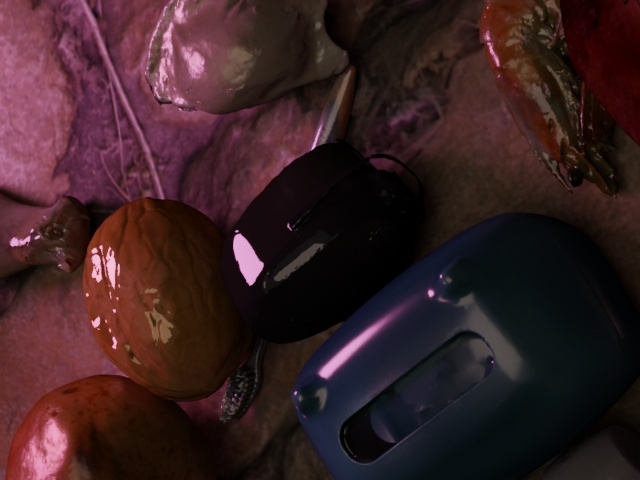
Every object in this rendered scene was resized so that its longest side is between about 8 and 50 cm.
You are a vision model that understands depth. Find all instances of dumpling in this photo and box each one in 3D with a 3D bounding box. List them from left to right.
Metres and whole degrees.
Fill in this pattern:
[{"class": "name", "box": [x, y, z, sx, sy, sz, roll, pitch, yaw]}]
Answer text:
[{"class": "dumpling", "box": [-0.073, -0.187, 1.509, 0.199, 0.118, 0.136, -4, 95, 11]}]

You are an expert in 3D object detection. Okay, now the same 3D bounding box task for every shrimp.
[{"class": "shrimp", "box": [0.210, -0.137, 1.387, 0.115, 0.051, 0.217, -26, 82, 28]}]

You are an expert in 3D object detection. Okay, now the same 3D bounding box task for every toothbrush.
[{"class": "toothbrush", "box": [-0.030, 0.007, 1.556, 0.028, 0.037, 0.375, 26, 106, 21]}]

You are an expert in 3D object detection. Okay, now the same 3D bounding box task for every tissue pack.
[{"class": "tissue pack", "box": [0.118, 0.114, 1.380, 0.287, 0.206, 0.198, -39, 73, 30]}]

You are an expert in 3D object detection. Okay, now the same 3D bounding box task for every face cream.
[{"class": "face cream", "box": [0.244, 0.223, 1.379, 0.117, 0.117, 0.104, 46, 109, 16]}]

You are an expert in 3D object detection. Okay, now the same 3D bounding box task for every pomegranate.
[{"class": "pomegranate", "box": [-0.205, 0.242, 1.582, 0.215, 0.215, 0.215, 5, 99, 29]}]

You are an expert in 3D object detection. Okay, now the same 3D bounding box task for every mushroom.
[{"class": "mushroom", "box": [-0.346, -0.006, 1.701, 0.225, 0.093, 0.116, 10, 81, 33]}]

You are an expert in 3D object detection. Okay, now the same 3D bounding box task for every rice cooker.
[{"class": "rice cooker", "box": [0.001, 0.000, 1.467, 0.203, 0.142, 0.118, -44, 57, 6]}]

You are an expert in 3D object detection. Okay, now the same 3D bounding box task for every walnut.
[{"class": "walnut", "box": [-0.143, 0.057, 1.550, 0.159, 0.159, 0.206, -41, 60, 28]}]

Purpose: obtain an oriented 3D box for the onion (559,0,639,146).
[{"class": "onion", "box": [0.307, -0.203, 1.189, 0.348, 0.285, 0.347, 6, 99, 40]}]
